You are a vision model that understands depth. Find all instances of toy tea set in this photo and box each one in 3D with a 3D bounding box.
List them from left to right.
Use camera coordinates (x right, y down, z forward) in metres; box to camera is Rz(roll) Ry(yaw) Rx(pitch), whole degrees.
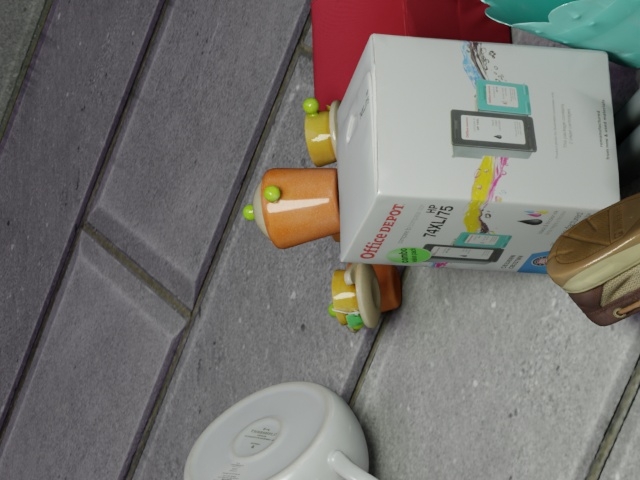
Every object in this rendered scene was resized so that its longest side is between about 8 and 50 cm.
[{"bbox_3d":[0.000,0.000,2.102,0.124,0.336,0.200,-8,36,15],"label":"toy tea set"}]

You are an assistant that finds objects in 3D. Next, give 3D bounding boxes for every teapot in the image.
[{"bbox_3d":[-0.032,0.313,2.158,0.252,0.187,0.256,-29,26,6],"label":"teapot"}]

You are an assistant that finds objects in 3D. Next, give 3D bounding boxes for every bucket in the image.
[{"bbox_3d":[0.322,-0.333,1.902,0.281,0.183,0.281,-30,50,43],"label":"bucket"}]

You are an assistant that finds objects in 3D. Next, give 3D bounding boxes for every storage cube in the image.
[{"bbox_3d":[0.115,-0.234,2.161,0.215,0.183,0.193,-29,55,46],"label":"storage cube"}]

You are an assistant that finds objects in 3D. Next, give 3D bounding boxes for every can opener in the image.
[{"bbox_3d":[0.382,-0.172,1.855,0.280,0.093,0.074,-52,39,37],"label":"can opener"}]

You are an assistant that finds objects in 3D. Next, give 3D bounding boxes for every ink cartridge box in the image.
[{"bbox_3d":[0.166,-0.092,1.907,0.198,0.270,0.197,116,155,-65],"label":"ink cartridge box"}]

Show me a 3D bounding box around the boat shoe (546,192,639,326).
[{"bbox_3d":[0.403,-0.005,1.742,0.342,0.123,0.123,-27,23,24],"label":"boat shoe"}]
